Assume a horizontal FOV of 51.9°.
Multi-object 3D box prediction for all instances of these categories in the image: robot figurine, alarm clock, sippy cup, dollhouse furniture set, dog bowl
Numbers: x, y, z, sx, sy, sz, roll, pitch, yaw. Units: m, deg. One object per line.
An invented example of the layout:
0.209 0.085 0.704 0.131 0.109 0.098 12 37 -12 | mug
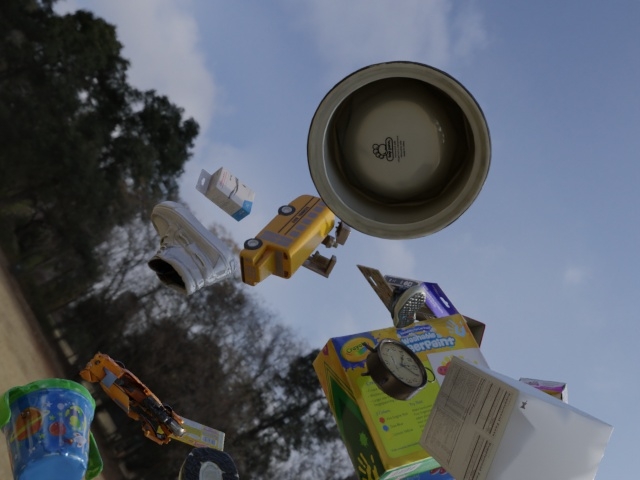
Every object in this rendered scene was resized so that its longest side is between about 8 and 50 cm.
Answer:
-0.447 0.386 1.590 0.291 0.085 0.211 45 -18 -7 | robot figurine
0.172 0.275 1.382 0.064 0.192 0.129 -54 -141 29 | alarm clock
-0.687 0.511 1.669 0.240 0.306 0.224 -64 -146 24 | sippy cup
0.000 0.000 1.958 0.123 0.151 0.144 26 15 -8 | dollhouse furniture set
0.181 -0.215 1.520 0.150 0.408 0.408 -66 136 -66 | dog bowl

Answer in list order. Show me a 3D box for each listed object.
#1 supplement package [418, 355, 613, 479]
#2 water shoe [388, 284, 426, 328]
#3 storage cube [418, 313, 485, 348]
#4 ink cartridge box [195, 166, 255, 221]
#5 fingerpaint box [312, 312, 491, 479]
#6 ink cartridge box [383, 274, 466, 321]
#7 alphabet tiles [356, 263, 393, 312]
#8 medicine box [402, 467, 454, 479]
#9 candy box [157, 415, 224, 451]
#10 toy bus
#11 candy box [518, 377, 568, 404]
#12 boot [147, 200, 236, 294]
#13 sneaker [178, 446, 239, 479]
0.346 0.362 1.213 0.199 0.198 0.263 23 -2 -13 | supplement package
0.194 0.143 1.571 0.203 0.073 0.080 99 -28 -60 | water shoe
0.466 0.374 2.432 0.215 0.183 0.193 22 -18 -9 | storage cube
-0.297 -0.156 2.071 0.060 0.104 0.180 -31 -56 32 | ink cartridge box
0.255 0.421 1.783 0.371 0.445 0.163 65 -33 29 | fingerpaint box
0.315 0.190 2.020 0.208 0.045 0.206 7 -34 49 | ink cartridge box
0.206 0.173 1.990 0.237 0.009 0.198 54 -10 -11 | alphabet tiles
0.318 0.577 1.991 0.149 0.264 0.289 128 -50 -72 | medicine box
-0.396 0.592 2.026 0.206 0.027 0.105 24 7 -9 | candy box
-0.090 0.001 1.823 0.130 0.332 0.108 19 -49 21 | toy bus
0.761 0.595 2.250 0.159 0.071 0.233 0 -74 33 | candy box
-0.288 0.011 1.284 0.258 0.123 0.095 32 -45 36 | boot
-0.253 0.670 1.422 0.410 0.158 0.182 -96 -154 -48 | sneaker
